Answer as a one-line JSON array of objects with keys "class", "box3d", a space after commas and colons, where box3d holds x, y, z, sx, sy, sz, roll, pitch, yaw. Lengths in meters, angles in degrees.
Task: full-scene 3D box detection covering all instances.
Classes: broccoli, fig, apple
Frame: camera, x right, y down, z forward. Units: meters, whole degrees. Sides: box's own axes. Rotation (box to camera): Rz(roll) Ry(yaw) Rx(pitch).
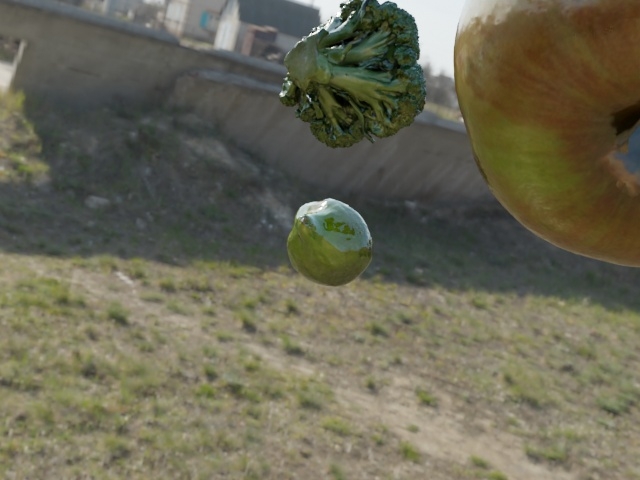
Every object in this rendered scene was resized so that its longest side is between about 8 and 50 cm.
[{"class": "broccoli", "box3d": [0.052, -0.324, 1.703, 0.283, 0.321, 0.304, -3, 59, -53]}, {"class": "fig", "box3d": [0.000, 0.000, 1.955, 0.206, 0.206, 0.275, 20, 0, 20]}, {"class": "apple", "box3d": [0.331, -0.171, 0.862, 0.400, 0.400, 0.334, 17, 36, 5]}]
